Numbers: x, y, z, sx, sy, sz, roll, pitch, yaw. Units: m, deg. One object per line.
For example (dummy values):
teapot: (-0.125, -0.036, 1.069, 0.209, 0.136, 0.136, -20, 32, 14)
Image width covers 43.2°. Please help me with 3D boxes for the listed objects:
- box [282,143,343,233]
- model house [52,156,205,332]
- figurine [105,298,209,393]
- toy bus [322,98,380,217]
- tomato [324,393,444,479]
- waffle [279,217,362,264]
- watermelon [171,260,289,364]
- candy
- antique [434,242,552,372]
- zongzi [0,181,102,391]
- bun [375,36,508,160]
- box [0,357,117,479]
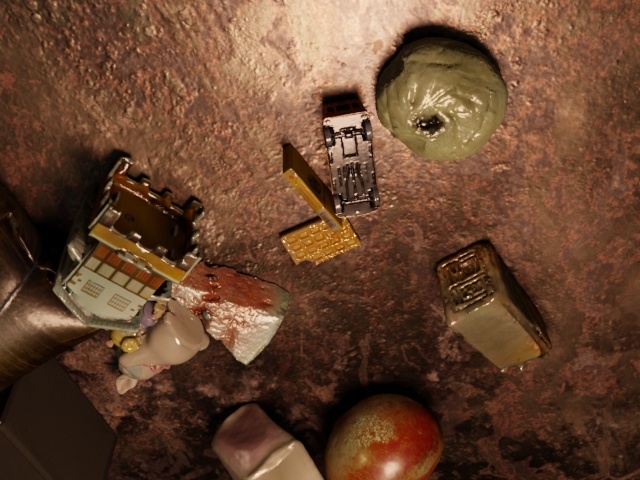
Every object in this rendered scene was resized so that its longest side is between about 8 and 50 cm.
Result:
box: (-0.013, -0.090, 1.413, 0.023, 0.087, 0.155, -29, 121, 21)
model house: (-0.335, 0.009, 1.397, 0.198, 0.224, 0.215, 34, 113, -25)
figurine: (-0.354, 0.210, 1.592, 0.235, 0.127, 0.155, -31, 139, 22)
toy bus: (0.051, -0.138, 1.383, 0.083, 0.088, 0.195, -9, 123, -1)
tomato: (0.125, 0.442, 1.695, 0.222, 0.270, 0.270, 31, 125, 18)
waffle: (0.000, 0.000, 1.517, 0.135, 0.021, 0.092, -24, 122, 14)
watermelon: (-0.184, 0.121, 1.567, 0.241, 0.094, 0.154, 32, 111, -19)
candy: (-0.077, 0.541, 1.738, 0.145, 0.208, 0.359, -36, 117, -19)
antique: (0.347, 0.151, 1.579, 0.125, 0.150, 0.284, -28, 130, 22)
zongzi: (-0.652, 0.083, 1.417, 0.403, 0.208, 0.432, -35, 112, -4)
bun: (0.201, -0.221, 1.315, 0.221, 0.108, 0.221, -1, 125, -2)
box: (-0.605, 0.410, 1.644, 0.204, 0.251, 0.345, -18, 123, 11)
